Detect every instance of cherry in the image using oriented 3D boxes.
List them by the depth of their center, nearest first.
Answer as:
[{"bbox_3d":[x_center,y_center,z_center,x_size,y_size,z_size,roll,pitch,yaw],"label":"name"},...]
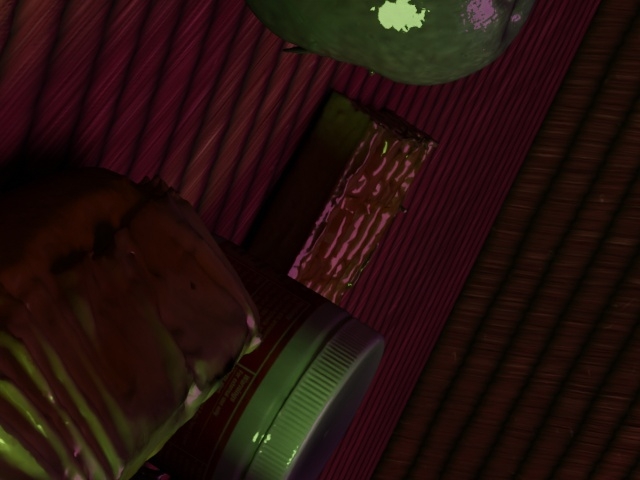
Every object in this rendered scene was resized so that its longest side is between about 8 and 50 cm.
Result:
[{"bbox_3d":[0.045,-0.206,1.298,0.183,0.213,0.266,-51,154,-49],"label":"cherry"}]

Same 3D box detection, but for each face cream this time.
[{"bbox_3d":[-0.072,0.120,1.699,0.201,0.187,0.201,-56,169,-17],"label":"face cream"}]

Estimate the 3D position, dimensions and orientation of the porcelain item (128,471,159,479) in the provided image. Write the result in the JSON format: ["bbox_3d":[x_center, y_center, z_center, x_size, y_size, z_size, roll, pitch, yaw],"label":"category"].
[{"bbox_3d":[-0.124,0.310,1.591,0.157,0.286,0.281,-62,-153,4],"label":"porcelain item"}]

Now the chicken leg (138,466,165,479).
[{"bbox_3d":[-0.172,0.312,1.895,0.211,0.140,0.361,-41,163,-37],"label":"chicken leg"}]

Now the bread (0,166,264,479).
[{"bbox_3d":[-0.178,0.080,1.223,0.236,0.183,0.388,-46,180,18],"label":"bread"}]

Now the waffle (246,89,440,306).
[{"bbox_3d":[0.001,0.000,2.018,0.304,0.077,0.348,-59,170,4],"label":"waffle"}]
